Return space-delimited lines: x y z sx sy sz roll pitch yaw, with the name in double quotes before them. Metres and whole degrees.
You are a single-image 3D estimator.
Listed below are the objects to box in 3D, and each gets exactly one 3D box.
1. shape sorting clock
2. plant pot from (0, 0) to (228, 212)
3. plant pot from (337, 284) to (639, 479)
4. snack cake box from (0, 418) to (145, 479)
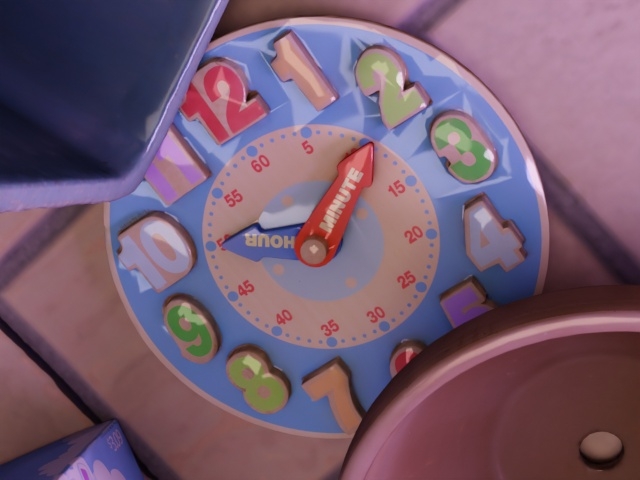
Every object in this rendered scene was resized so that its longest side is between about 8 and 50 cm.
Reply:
"shape sorting clock" 0.000 0.000 0.590 0.206 0.040 0.206 4 108 11
"plant pot" -0.164 -0.175 0.453 0.252 0.247 0.247 29 101 10
"plant pot" 0.125 0.117 0.560 0.237 0.109 0.237 2 111 6
"snack cake box" -0.125 0.189 0.545 0.089 0.264 0.152 -23 95 8
